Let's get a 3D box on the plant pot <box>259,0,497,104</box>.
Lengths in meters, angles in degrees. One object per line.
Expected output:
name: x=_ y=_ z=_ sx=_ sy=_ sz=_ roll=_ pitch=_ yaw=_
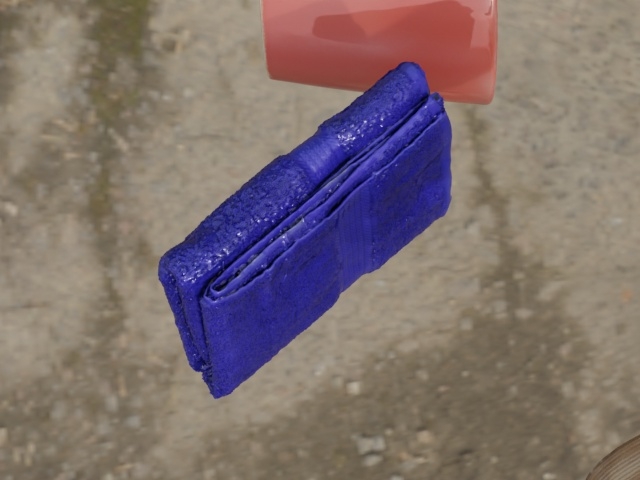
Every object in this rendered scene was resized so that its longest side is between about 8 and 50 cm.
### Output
plant pot: x=0.059 y=-0.274 z=1.739 sx=0.243 sy=0.275 sz=0.275 roll=-2 pitch=89 yaw=1

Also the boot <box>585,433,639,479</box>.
boot: x=0.306 y=0.136 z=1.007 sx=0.283 sy=0.220 sz=0.109 roll=-34 pitch=111 yaw=-2

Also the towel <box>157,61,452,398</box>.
towel: x=0.000 y=0.000 z=1.496 sx=0.308 sy=0.227 sz=0.076 roll=-39 pitch=59 yaw=-18
